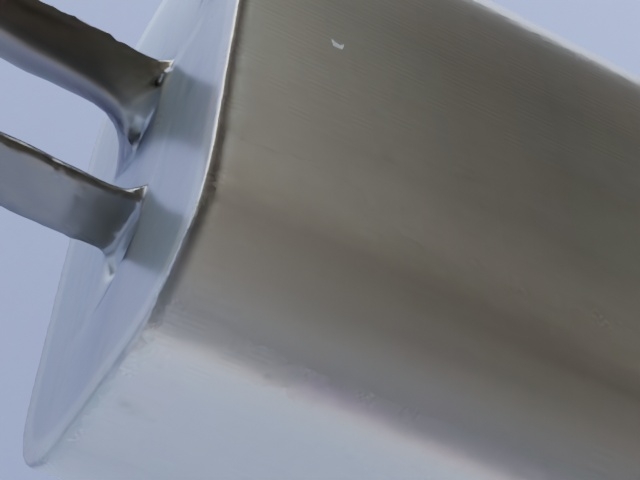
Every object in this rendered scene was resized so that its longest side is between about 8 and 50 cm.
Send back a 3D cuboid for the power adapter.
[{"bbox_3d":[0.000,0.000,0.523,0.255,0.124,0.187,23,-139,-17],"label":"power adapter"}]
